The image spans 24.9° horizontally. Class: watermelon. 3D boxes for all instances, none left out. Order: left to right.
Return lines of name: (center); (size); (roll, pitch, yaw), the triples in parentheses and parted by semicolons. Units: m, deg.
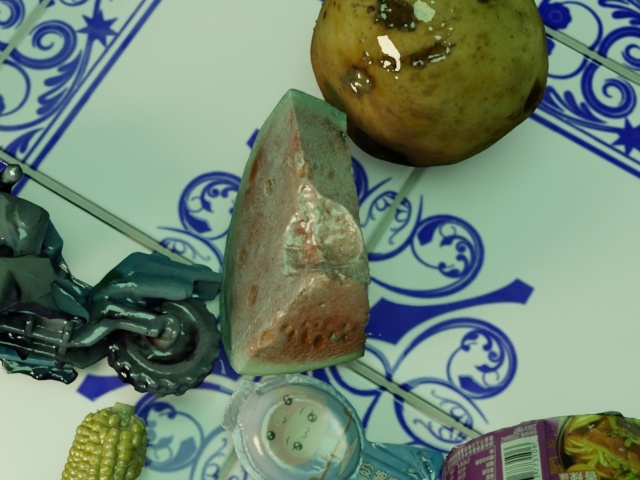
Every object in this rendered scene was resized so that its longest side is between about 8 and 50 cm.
watermelon: (0.000, 0.000, 1.588); (0.148, 0.226, 0.318); (11, 88, -22)

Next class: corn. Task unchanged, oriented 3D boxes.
corn: (-0.247, 0.306, 1.525); (0.086, 0.086, 0.288); (13, 71, 2)

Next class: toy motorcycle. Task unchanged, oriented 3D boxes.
toy motorcycle: (-0.302, 0.027, 1.584); (0.416, 0.172, 0.232); (14, 57, -6)

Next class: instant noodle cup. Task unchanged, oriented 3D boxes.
instant noodle cup: (0.255, 0.341, 1.438); (0.340, 0.340, 0.266); (-1, 58, -4)

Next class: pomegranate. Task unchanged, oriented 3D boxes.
pomegranate: (0.122, -0.224, 1.647); (0.281, 0.281, 0.281); (1, 70, -3)

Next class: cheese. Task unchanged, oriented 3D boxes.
cheese: (0.008, 0.231, 1.581); (0.245, 0.052, 0.135); (29, 74, -3)
